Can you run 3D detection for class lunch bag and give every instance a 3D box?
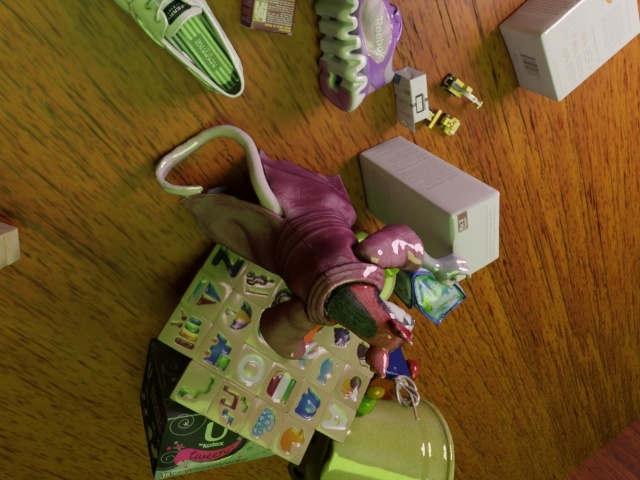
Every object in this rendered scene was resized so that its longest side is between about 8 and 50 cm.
[{"bbox_3d":[0.165,0.061,0.882,0.096,0.129,0.151,-45,131,4],"label":"lunch bag"}]

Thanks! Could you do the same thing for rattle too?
[{"bbox_3d":[0.021,0.070,0.799,0.130,0.143,0.200,33,97,-31],"label":"rattle"}]

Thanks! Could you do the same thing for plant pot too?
[{"bbox_3d":[0.080,0.424,1.013,0.253,0.276,0.276,26,106,-25],"label":"plant pot"}]

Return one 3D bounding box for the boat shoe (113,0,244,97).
[{"bbox_3d":[-0.155,-0.250,0.538,0.083,0.076,0.226,-45,130,5],"label":"boat shoe"}]

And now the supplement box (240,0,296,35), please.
[{"bbox_3d":[-0.058,-0.291,0.585,0.054,0.043,0.083,-2,120,-28],"label":"supplement box"}]

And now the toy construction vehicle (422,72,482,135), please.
[{"bbox_3d":[0.203,-0.209,0.786,0.098,0.035,0.086,24,107,-37],"label":"toy construction vehicle"}]

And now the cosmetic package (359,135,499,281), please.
[{"bbox_3d":[0.152,-0.055,0.730,0.085,0.231,0.117,-27,130,-15],"label":"cosmetic package"}]

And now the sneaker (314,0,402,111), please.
[{"bbox_3d":[0.053,-0.286,0.625,0.104,0.095,0.237,-24,134,-21],"label":"sneaker"}]

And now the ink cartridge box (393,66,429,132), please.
[{"bbox_3d":[0.135,-0.209,0.741,0.028,0.048,0.083,-25,130,-12],"label":"ink cartridge box"}]

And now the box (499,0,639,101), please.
[{"bbox_3d":[0.387,-0.328,0.771,0.170,0.091,0.130,-41,130,1],"label":"box"}]

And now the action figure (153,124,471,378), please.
[{"bbox_3d":[0.000,0.000,0.594,0.248,0.370,0.276,-39,128,-2],"label":"action figure"}]

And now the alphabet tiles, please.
[{"bbox_3d":[-0.057,0.159,0.764,0.342,0.011,0.285,37,66,-21],"label":"alphabet tiles"}]

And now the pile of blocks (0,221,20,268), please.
[{"bbox_3d":[-0.508,0.053,0.497,0.362,0.149,0.113,-3,121,-27],"label":"pile of blocks"}]

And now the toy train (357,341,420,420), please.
[{"bbox_3d":[0.103,0.265,0.909,0.105,0.248,0.143,19,119,-18],"label":"toy train"}]

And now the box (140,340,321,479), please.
[{"bbox_3d":[-0.150,0.258,0.816,0.247,0.163,0.142,1,121,-29],"label":"box"}]
